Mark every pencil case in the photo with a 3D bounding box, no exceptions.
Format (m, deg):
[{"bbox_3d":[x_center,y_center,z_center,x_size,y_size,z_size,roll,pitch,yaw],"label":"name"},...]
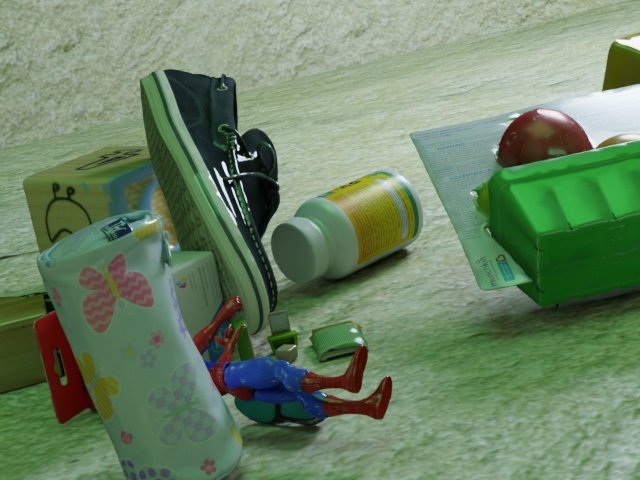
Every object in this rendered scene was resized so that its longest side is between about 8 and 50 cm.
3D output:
[{"bbox_3d":[-0.167,0.109,1.272,0.124,0.273,0.113,-28,16,-38],"label":"pencil case"}]

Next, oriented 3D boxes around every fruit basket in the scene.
[{"bbox_3d":[0.305,-0.068,1.643,0.327,0.165,0.353,-13,30,-5],"label":"fruit basket"}]

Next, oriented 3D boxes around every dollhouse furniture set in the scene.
[{"bbox_3d":[-0.024,0.107,1.570,0.151,0.058,0.076,-13,16,-5],"label":"dollhouse furniture set"}]

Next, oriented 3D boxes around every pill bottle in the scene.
[{"bbox_3d":[0.035,-0.015,1.853,0.208,0.118,0.117,-25,21,-39],"label":"pill bottle"}]

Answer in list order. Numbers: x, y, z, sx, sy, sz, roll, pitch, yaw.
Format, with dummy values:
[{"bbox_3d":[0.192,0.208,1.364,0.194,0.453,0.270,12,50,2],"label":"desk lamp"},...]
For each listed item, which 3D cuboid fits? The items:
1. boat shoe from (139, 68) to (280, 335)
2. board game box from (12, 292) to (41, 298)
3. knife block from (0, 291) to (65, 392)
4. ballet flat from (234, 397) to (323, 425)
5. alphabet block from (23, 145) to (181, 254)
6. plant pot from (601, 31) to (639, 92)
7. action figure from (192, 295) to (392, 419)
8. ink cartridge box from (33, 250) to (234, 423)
[{"bbox_3d":[-0.124,-0.073,1.776,0.156,0.187,0.500,-9,39,-13],"label":"boat shoe"},{"bbox_3d":[-0.474,0.123,1.890,0.126,0.026,0.186,-10,16,7],"label":"board game box"},{"bbox_3d":[-0.375,0.132,1.671,0.242,0.088,0.275,-2,17,31],"label":"knife block"},{"bbox_3d":[-0.037,0.174,1.398,0.114,0.041,0.041,1,20,37],"label":"ballet flat"},{"bbox_3d":[-0.295,-0.031,2.014,0.197,0.192,0.193,1,17,39],"label":"alphabet block"},{"bbox_3d":[0.531,-0.177,1.911,0.187,0.212,0.212,26,34,36],"label":"plant pot"},{"bbox_3d":[-0.059,0.113,1.369,0.280,0.091,0.139,-5,50,29],"label":"action figure"},{"bbox_3d":[-0.210,0.111,1.546,0.078,0.134,0.231,2,21,37],"label":"ink cartridge box"}]
